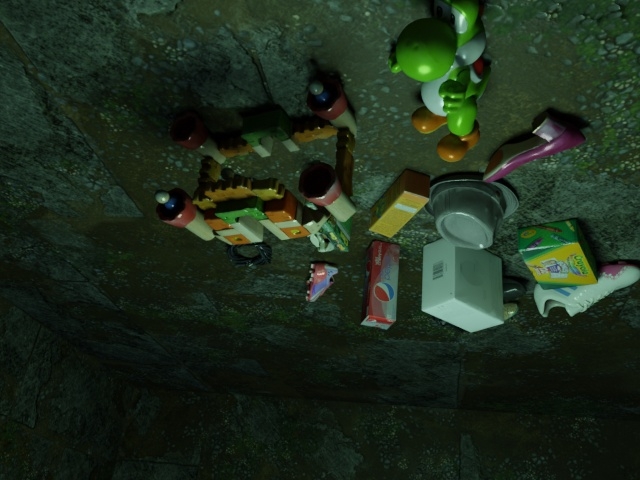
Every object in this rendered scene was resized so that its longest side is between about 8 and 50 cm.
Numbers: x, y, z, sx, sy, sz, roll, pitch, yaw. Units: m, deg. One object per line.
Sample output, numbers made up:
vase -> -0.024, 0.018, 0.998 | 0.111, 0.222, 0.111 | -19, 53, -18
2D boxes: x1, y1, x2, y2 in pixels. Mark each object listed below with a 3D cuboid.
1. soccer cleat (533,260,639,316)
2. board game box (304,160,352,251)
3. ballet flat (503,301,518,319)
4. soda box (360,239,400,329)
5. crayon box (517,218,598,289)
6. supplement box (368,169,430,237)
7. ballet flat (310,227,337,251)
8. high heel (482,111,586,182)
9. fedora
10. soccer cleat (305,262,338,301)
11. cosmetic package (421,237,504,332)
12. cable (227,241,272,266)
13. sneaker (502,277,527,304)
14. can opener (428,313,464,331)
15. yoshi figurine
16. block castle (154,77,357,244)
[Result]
soccer cleat -> 0.838, 0.165, 1.978 | 0.331, 0.143, 0.116 | -17, 143, 37
board game box -> 0.027, -0.087, 1.714 | 0.030, 0.136, 0.259 | -7, 148, 22
ballet flat -> 0.625, 0.264, 2.290 | 0.067, 0.073, 0.206 | 32, 142, -13
soda box -> 0.186, 0.135, 1.946 | 0.092, 0.263, 0.083 | 12, 151, -9
crayon box -> 0.703, 0.048, 1.858 | 0.166, 0.081, 0.278 | -11, 146, 30
supplement box -> 0.212, -0.096, 1.716 | 0.080, 0.078, 0.233 | 15, 150, -13
ballet flat -> 0.000, 0.000, 1.954 | 0.070, 0.070, 0.188 | -9, 147, 28
high heel -> 0.491, -0.195, 1.471 | 0.117, 0.082, 0.244 | 27, 134, -14
fedora -> 0.400, -0.059, 1.690 | 0.244, 0.124, 0.275 | -13, 145, 33
soccer cleat -> 0.001, 0.154, 2.222 | 0.095, 0.083, 0.248 | 4, 149, -4
cosmetic package -> 0.435, 0.132, 1.926 | 0.225, 0.223, 0.138 | 25, 146, -28
cable -> -0.234, 0.046, 2.108 | 0.151, 0.047, 0.184 | 10, 151, -6
sneaker -> 0.569, 0.213, 2.144 | 0.109, 0.130, 0.286 | 32, 142, -34
can opener -> 0.501, 0.308, 2.422 | 0.186, 0.073, 0.059 | 22, 109, -31
yoshi figurine -> 0.220, -0.311, 1.213 | 0.204, 0.202, 0.362 | 7, 149, 14
block castle -> -0.148, -0.176, 1.428 | 0.454, 0.302, 0.213 | -7, 155, 25
